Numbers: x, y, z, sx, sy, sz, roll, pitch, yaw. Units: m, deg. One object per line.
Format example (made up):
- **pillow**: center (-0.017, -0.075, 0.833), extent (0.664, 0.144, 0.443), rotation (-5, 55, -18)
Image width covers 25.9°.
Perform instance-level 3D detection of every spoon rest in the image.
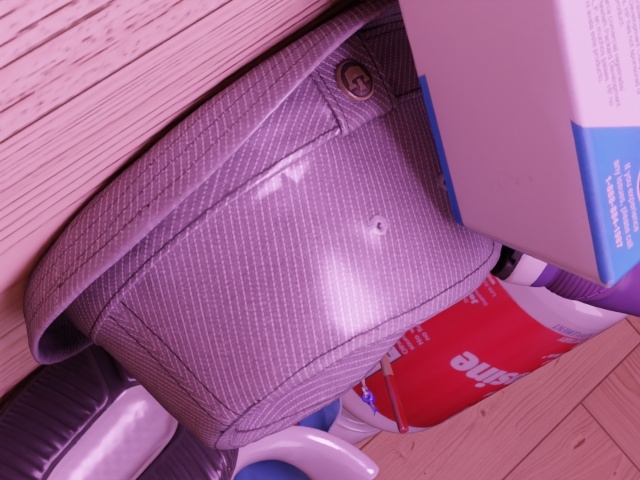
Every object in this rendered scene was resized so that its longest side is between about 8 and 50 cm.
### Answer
- **spoon rest**: center (-0.072, 0.201, 0.860), extent (0.276, 0.084, 0.137), rotation (-39, 176, -46)

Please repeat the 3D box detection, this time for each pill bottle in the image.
- **pill bottle**: center (0.127, 0.068, 1.503), extent (0.407, 0.229, 0.229), rotation (-36, 179, 38)

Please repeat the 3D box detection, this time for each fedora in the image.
- **fedora**: center (0.000, 0.000, 0.637), extent (0.243, 0.124, 0.275), rotation (-44, 174, 38)

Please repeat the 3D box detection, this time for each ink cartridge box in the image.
- **ink cartridge box**: center (0.135, -0.104, 0.547), extent (0.203, 0.148, 0.086), rotation (-38, -141, -26)

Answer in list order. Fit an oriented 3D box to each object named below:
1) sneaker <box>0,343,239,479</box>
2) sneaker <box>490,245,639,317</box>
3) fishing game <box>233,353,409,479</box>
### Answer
- **sneaker**: center (-0.238, 0.255, 0.825), extent (0.447, 0.169, 0.257), rotation (-41, 174, -26)
- **sneaker**: center (0.178, -0.079, 0.743), extent (0.107, 0.124, 0.283), rotation (114, -6, -60)
- **fishing game**: center (-0.069, 0.120, 1.031), extent (0.264, 0.189, 0.041), rotation (-24, 146, 16)
